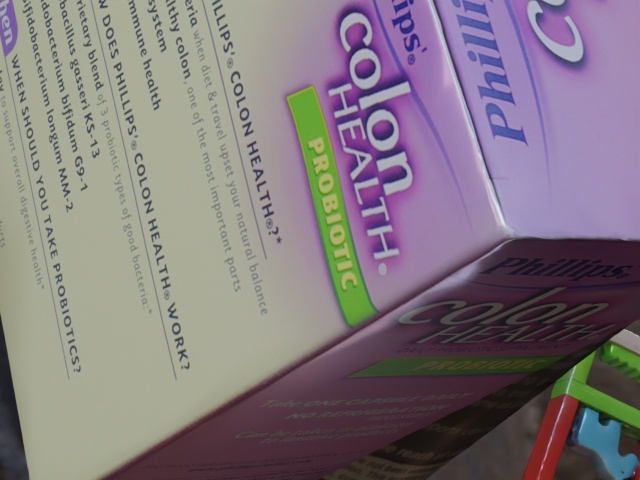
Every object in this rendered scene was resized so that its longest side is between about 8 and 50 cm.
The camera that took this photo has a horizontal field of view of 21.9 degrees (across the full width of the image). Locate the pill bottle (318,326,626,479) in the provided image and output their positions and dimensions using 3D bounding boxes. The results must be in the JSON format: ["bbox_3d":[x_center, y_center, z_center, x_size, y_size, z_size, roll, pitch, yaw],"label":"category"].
[{"bbox_3d":[0.073,-0.044,0.721,0.204,0.361,0.204,34,32,-25],"label":"pill bottle"}]

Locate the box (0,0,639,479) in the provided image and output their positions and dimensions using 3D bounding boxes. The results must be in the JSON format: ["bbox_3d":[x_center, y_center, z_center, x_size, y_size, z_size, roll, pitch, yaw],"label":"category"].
[{"bbox_3d":[-0.008,-0.048,0.553,0.117,0.243,0.214,2,65,-39],"label":"box"}]

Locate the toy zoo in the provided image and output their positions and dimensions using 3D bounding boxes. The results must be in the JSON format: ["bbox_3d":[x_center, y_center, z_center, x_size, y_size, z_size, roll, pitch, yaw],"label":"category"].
[{"bbox_3d":[0.236,0.225,1.248,0.293,0.192,0.030,-68,-169,-21],"label":"toy zoo"}]
